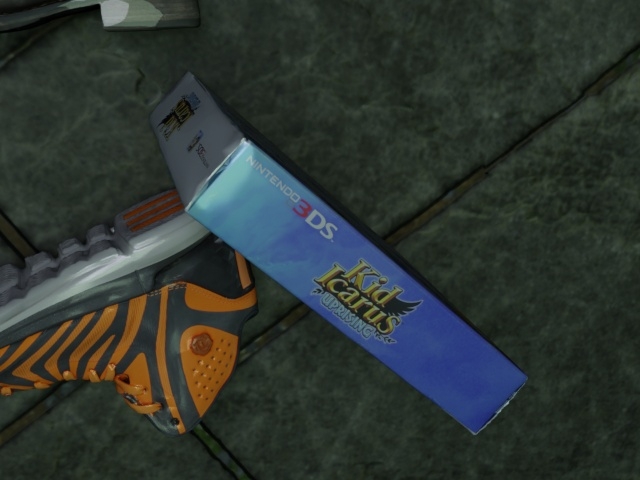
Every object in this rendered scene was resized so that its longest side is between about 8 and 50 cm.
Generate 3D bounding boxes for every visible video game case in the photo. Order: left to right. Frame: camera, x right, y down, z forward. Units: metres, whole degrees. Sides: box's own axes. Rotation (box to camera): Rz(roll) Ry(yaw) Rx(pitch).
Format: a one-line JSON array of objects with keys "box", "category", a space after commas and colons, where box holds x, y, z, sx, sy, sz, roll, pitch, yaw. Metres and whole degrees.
[{"box": [0.000, 0.000, 0.629, 0.269, 0.244, 0.061, 40, 94, -25], "category": "video game case"}]

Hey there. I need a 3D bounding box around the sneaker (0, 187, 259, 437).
[{"box": [-0.193, 0.100, 0.670, 0.321, 0.124, 0.180, -25, 114, -8], "category": "sneaker"}]

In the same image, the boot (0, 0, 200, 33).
[{"box": [-0.196, -0.260, 0.573, 0.263, 0.091, 0.229, -6, 105, -20], "category": "boot"}]
